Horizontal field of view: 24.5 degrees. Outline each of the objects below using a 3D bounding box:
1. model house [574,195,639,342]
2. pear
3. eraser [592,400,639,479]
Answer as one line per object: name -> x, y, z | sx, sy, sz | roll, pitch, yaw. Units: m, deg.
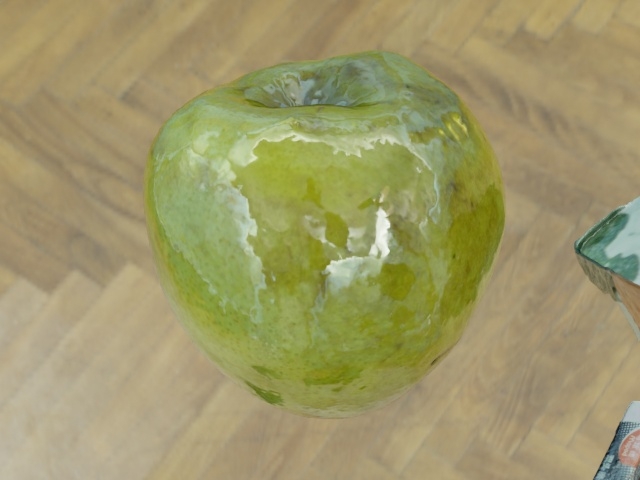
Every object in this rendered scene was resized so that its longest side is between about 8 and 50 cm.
model house -> 0.396, 0.096, 1.327 | 0.190, 0.271, 0.300 | -29, 107, -8
pear -> 0.000, 0.000, 1.202 | 0.304, 0.304, 0.303 | 1, 59, -2
eraser -> 0.181, 0.139, 0.890 | 0.027, 0.019, 0.099 | 4, 49, 41
